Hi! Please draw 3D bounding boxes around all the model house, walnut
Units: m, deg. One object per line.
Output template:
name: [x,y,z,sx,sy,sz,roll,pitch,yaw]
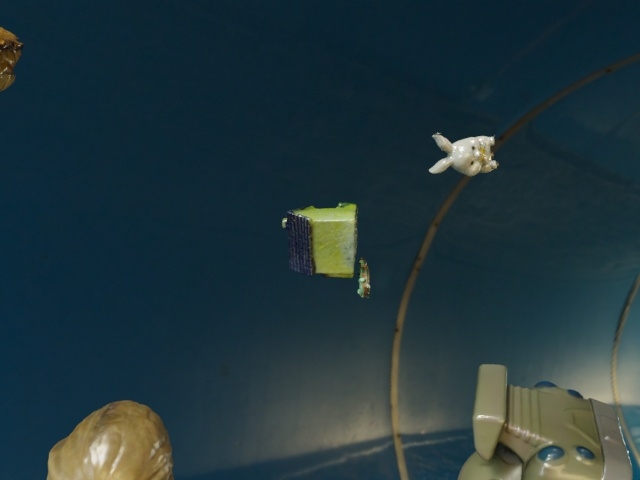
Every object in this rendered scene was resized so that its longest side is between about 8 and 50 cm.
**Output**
model house: [0.000,0.000,1.801,0.211,0.170,0.194,1,-67,4]
walnut: [-0.369,0.404,1.130,0.224,0.261,0.225,-1,-84,-10]

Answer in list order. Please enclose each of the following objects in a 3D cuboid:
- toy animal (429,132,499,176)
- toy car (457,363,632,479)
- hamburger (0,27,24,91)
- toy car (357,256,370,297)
toy animal: [0.256,-0.151,1.102,0.124,0.085,0.071,-16,-63,-50]
toy car: [0.280,0.379,0.897,0.242,0.226,0.336,-43,-29,-68]
hamburger: [-0.681,-0.349,1.084,0.284,0.304,0.174,23,-70,-8]
toy car: [0.121,0.102,1.772,0.035,0.122,0.059,3,-44,3]
